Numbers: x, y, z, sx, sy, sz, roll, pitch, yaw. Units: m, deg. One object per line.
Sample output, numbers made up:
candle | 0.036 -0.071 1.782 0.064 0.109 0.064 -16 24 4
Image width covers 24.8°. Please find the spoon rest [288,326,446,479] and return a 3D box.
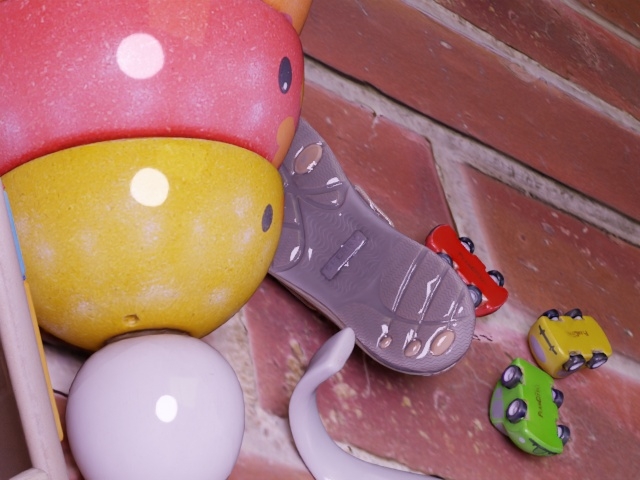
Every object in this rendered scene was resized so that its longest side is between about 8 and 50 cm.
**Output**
spoon rest | 0.064 0.198 1.122 0.276 0.084 0.137 55 31 -12

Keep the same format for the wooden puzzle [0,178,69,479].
wooden puzzle | -0.207 0.028 0.768 0.044 0.221 0.238 -30 39 -34

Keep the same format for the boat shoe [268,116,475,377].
boat shoe | 0.000 0.000 1.237 0.324 0.123 0.116 47 -3 18

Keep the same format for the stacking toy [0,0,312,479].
stacking toy | -0.131 -0.043 1.012 0.350 0.350 0.480 9 66 -45

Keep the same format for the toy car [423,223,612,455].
toy car | 0.182 0.116 1.358 0.239 0.053 0.225 31 35 -23

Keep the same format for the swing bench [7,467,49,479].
swing bench | -0.266 0.133 0.624 0.255 0.165 0.253 56 31 5
